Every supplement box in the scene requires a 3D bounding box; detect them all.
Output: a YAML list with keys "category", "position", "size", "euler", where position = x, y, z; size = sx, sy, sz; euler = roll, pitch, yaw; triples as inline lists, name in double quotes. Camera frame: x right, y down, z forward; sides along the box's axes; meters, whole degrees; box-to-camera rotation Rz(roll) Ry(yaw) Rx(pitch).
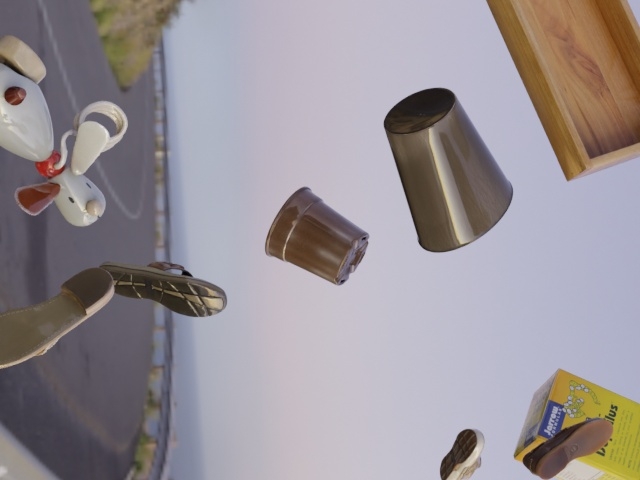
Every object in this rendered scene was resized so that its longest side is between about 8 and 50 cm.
- category: "supplement box"
  position: [0.682, 0.491, 2.250]
  size: [0.194, 0.356, 0.195]
  euler: [104, 11, -62]

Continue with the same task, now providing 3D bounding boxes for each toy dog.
- category: "toy dog"
  position: [-0.412, -0.152, 1.393]
  size: [0.161, 0.333, 0.220]
  euler: [21, -97, 46]

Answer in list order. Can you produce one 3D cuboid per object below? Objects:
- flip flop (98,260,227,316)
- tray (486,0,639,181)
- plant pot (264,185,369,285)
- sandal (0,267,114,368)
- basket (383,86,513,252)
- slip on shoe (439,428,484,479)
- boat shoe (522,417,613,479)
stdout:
- category: "flip flop"
  position: [-0.324, 0.084, 1.936]
  size: [0.112, 0.277, 0.080]
  euler: [94, 11, -46]
- category: "tray"
  position: [0.413, -0.318, 1.509]
  size: [0.076, 0.202, 0.411]
  euler: [135, -65, -70]
- category: "plant pot"
  position: [0.000, 0.000, 1.903]
  size: [0.167, 0.165, 0.167]
  euler: [-51, 160, -26]
- category: "sandal"
  position: [-0.400, 0.133, 1.346]
  size: [0.088, 0.240, 0.079]
  euler: [43, -30, 25]
- category: "basket"
  position: [0.205, -0.128, 1.567]
  size: [0.154, 0.204, 0.227]
  euler: [19, -32, 49]
- category: "slip on shoe"
  position: [0.214, 0.313, 1.343]
  size: [0.135, 0.041, 0.051]
  euler: [111, -17, -46]
- category: "boat shoe"
  position: [0.526, 0.434, 1.991]
  size: [0.073, 0.206, 0.073]
  euler: [23, -46, 68]
